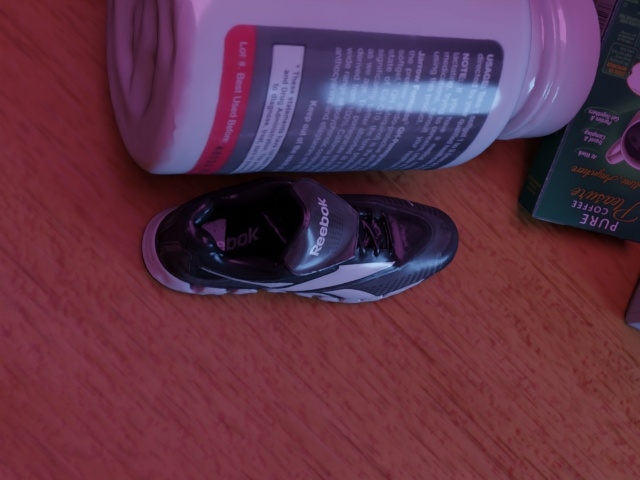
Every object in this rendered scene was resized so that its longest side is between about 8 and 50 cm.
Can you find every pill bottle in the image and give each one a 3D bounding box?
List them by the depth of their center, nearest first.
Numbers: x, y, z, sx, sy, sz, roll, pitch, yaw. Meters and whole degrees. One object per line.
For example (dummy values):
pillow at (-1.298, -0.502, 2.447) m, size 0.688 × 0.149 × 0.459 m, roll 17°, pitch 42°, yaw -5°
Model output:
pill bottle at (0.029, -0.135, 0.600) m, size 0.318 × 0.176 × 0.177 m, roll -3°, pitch 79°, yaw -27°

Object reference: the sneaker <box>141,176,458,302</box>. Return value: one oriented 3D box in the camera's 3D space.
sneaker at (0.000, 0.000, 0.605) m, size 0.234 × 0.106 × 0.078 m, roll 0°, pitch 79°, yaw -18°

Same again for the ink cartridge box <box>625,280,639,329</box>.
ink cartridge box at (0.446, 0.064, 0.646) m, size 0.309 × 0.272 × 0.130 m, roll 31°, pitch 71°, yaw -10°

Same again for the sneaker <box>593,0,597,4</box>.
sneaker at (0.339, -0.198, 0.766) m, size 0.295 × 0.104 × 0.147 m, roll 38°, pitch 68°, yaw -13°

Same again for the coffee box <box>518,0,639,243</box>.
coffee box at (0.239, -0.095, 0.689) m, size 0.113 × 0.040 × 0.184 m, roll 11°, pitch 111°, yaw -15°
